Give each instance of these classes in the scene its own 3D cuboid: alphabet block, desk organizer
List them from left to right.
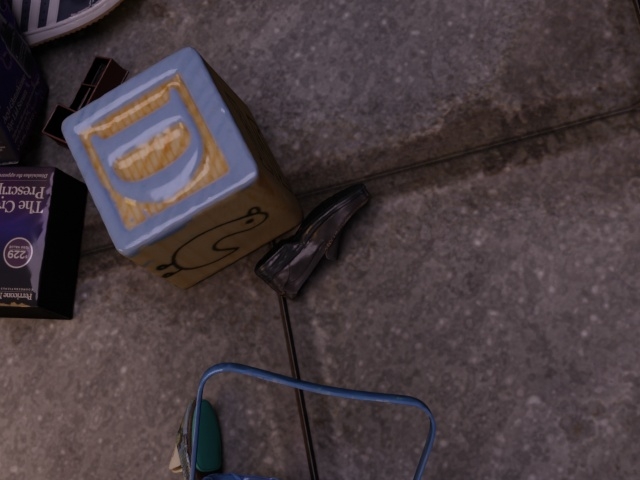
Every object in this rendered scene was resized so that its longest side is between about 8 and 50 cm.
[{"bbox_3d":[-0.311,-0.183,1.533,0.047,0.050,0.130,24,84,19],"label":"desk organizer"},{"bbox_3d":[-0.160,-0.081,1.391,0.192,0.197,0.193,-29,71,7],"label":"alphabet block"}]

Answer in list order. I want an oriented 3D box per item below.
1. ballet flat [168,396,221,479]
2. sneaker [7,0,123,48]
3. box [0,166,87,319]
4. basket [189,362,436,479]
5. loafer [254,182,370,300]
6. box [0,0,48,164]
[{"bbox_3d":[-0.148,0.282,1.371,0.070,0.070,0.188,-15,70,11],"label":"ballet flat"},{"bbox_3d":[-0.389,-0.343,1.530,0.282,0.153,0.099,-22,38,10],"label":"sneaker"},{"bbox_3d":[-0.448,0.003,1.500,0.261,0.103,0.184,0,79,15],"label":"box"},{"bbox_3d":[-0.029,0.287,1.240,0.255,0.201,0.289,13,101,-3],"label":"basket"},{"bbox_3d":[0.000,0.000,1.408,0.170,0.062,0.061,-42,101,7],"label":"loafer"},{"bbox_3d":[-0.447,-0.217,1.472,0.108,0.207,0.153,-4,47,12],"label":"box"}]
